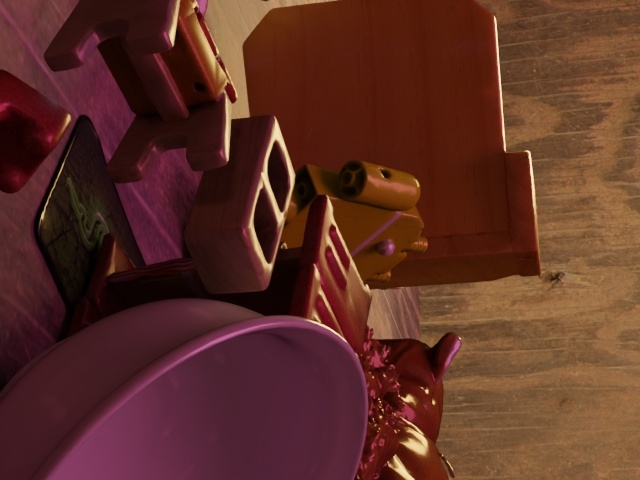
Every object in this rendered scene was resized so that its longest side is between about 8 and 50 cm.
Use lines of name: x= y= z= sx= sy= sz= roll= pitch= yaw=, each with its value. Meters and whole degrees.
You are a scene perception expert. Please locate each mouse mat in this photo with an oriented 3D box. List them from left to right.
mouse mat: x=-0.180 y=0.012 z=0.966 sx=0.152 sy=0.007 sz=0.189 roll=-82 pitch=164 yaw=-48

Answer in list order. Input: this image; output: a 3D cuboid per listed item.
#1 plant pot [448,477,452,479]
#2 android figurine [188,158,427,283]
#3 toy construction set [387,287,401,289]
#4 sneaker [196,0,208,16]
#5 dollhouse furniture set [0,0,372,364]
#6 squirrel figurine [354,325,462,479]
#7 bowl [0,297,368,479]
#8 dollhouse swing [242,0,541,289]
plant pot: x=0.115 y=0.487 z=1.535 sx=0.334 sy=0.341 sz=0.341 roll=-89 pitch=171 yaw=-69
android figurine: x=0.000 y=0.000 z=1.264 sx=0.273 sy=0.248 sz=0.056 roll=14 pitch=46 yaw=-45
toy construction set: x=0.050 y=-0.096 z=1.806 sx=0.215 sy=0.151 sz=0.327 roll=37 pitch=36 yaw=-43
sneaker: x=-0.144 y=-0.304 z=1.071 sx=0.128 sy=0.087 sz=0.221 roll=-1 pitch=86 yaw=-80
dollhouse furniture set: x=-0.113 y=-0.019 z=0.831 sx=0.152 sy=0.201 sz=0.374 roll=-79 pitch=154 yaw=-46
squirrel figurine: x=0.038 y=0.206 z=1.237 sx=0.370 sy=0.281 sz=0.397 roll=-68 pitch=144 yaw=-47
bowl: x=-0.119 y=0.148 z=0.741 sx=0.298 sy=0.134 sz=0.298 roll=-30 pitch=136 yaw=-33
dollhouse swing: x=0.084 y=-0.109 z=1.478 sx=0.315 sy=0.347 sz=0.305 roll=38 pitch=48 yaw=-75
